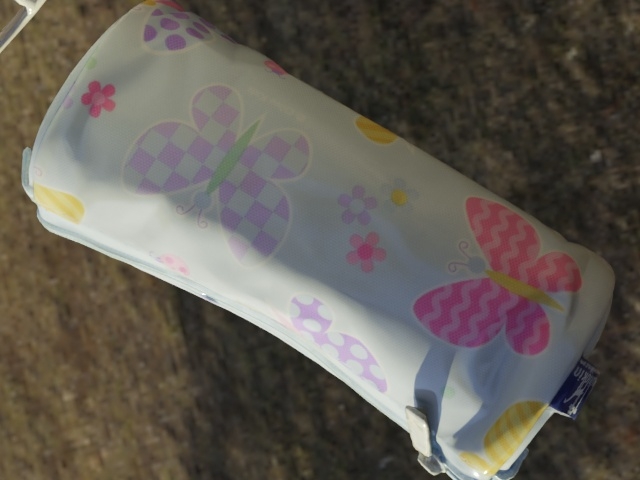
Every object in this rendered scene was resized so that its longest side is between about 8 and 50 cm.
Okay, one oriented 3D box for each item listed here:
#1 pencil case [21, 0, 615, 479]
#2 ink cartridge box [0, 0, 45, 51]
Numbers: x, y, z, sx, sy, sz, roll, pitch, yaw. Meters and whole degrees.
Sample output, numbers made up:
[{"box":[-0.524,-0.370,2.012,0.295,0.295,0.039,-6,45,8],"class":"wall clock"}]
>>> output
[{"box":[0.000,0.000,0.665,0.124,0.273,0.113,-58,-4,6],"class":"pencil case"},{"box":[-0.091,-0.212,0.562,0.119,0.353,0.207,39,-175,-15],"class":"ink cartridge box"}]
